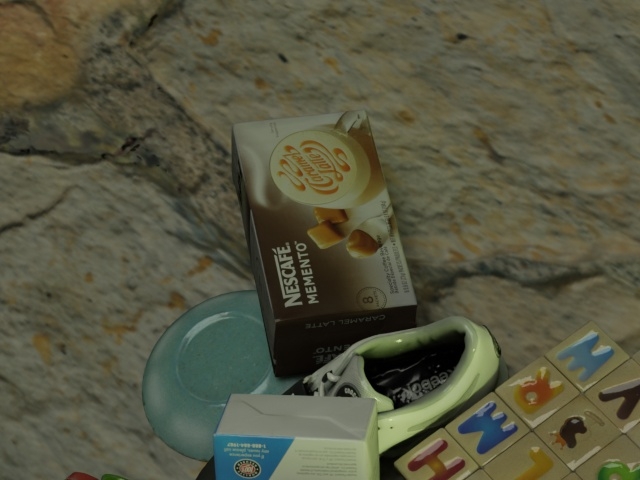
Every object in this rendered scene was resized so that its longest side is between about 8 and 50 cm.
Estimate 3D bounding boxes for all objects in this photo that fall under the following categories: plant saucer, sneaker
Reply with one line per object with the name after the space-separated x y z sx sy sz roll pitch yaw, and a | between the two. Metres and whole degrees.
-0.089 0.122 1.871 0.195 0.037 0.195 -8 55 12 | plant saucer
0.012 0.161 1.739 0.330 0.146 0.122 -33 66 -3 | sneaker

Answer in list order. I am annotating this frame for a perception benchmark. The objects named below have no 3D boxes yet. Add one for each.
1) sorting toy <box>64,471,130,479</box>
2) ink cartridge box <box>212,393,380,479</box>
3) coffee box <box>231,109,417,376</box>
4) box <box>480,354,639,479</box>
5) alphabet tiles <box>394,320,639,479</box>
-0.204 0.251 1.807 0.102 0.061 0.042 -1 54 45 | sorting toy
-0.016 0.253 1.672 0.134 0.231 0.078 2 25 8 | ink cartridge box
0.000 0.000 1.865 0.141 0.098 0.246 -7 53 -8 | coffee box
0.277 0.267 1.642 0.322 0.058 0.232 32 71 31 | box
0.235 0.219 1.642 0.342 0.011 0.285 -35 53 -11 | alphabet tiles
